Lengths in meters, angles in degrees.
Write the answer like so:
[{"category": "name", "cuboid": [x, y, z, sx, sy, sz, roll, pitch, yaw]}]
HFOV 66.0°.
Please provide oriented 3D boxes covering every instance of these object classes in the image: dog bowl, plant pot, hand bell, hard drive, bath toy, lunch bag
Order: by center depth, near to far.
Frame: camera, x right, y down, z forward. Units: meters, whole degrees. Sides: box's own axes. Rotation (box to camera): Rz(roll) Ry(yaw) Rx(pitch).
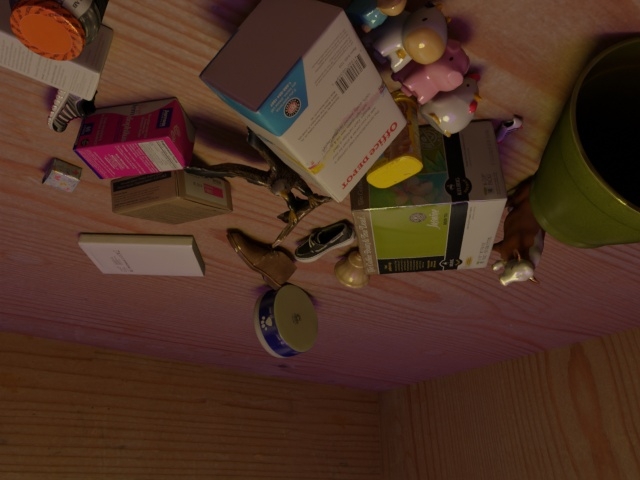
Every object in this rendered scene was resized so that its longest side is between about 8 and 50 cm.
[{"category": "bath toy", "cuboid": [0.195, -0.318, 0.870, 0.129, 0.151, 0.348, -47, 136, 9]}, {"category": "plant pot", "cuboid": [0.605, -0.143, 0.994, 0.366, 0.367, 0.353, 0, 164, 0]}, {"category": "lunch bag", "cuboid": [-0.655, -0.160, 1.246, 0.071, 0.053, 0.083, 22, 136, -37]}, {"category": "hand bell", "cuboid": [0.134, 0.034, 1.560, 0.126, 0.126, 0.242, 7, 139, -12]}, {"category": "hard drive", "cuboid": [-0.581, 0.052, 1.641, 0.352, 0.047, 0.233, 2, 151, -1]}, {"category": "dog bowl", "cuboid": [-0.127, 0.305, 1.869, 0.104, 0.265, 0.264, -22, 145, 32]}]

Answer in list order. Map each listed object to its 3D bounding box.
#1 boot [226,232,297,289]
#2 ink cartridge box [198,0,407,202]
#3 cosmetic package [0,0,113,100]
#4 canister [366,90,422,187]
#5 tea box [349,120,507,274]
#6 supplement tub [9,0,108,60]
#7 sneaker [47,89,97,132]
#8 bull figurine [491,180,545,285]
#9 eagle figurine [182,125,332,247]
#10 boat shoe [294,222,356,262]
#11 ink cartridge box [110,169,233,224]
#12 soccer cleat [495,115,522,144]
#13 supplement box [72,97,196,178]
[{"category": "boot", "cuboid": [-0.188, 0.045, 1.601, 0.115, 0.112, 0.305, -38, 138, 6]}, {"category": "ink cartridge box", "cuboid": [-0.021, -0.241, 0.854, 0.198, 0.197, 0.270, -50, 140, -1]}, {"category": "cosmetic package", "cuboid": [-0.486, -0.345, 0.833, 0.231, 0.118, 0.085, 19, 146, -28]}, {"category": "canister", "cuboid": [0.147, -0.206, 1.018, 0.073, 0.170, 0.126, 25, 143, -38]}, {"category": "tea box", "cuboid": [0.243, -0.086, 1.188, 0.323, 0.220, 0.329, -4, 151, 8]}, {"category": "supplement tub", "cuboid": [-0.372, -0.364, 0.717, 0.116, 0.191, 0.117, 0, 152, 0]}, {"category": "sneaker", "cuboid": [-0.510, -0.272, 1.021, 0.074, 0.063, 0.170, 25, 139, -27]}, {"category": "bull figurine", "cuboid": [0.502, -0.012, 1.256, 0.101, 0.311, 0.188, 30, 162, -15]}, {"category": "eagle figurine", "cuboid": [-0.116, -0.154, 1.098, 0.298, 0.226, 0.225, 41, 158, -28]}, {"category": "boat shoe", "cuboid": [0.000, 0.000, 1.510, 0.219, 0.078, 0.070, -25, 144, 25]}, {"category": "ink cartridge box", "cuboid": [-0.361, -0.108, 1.223, 0.193, 0.088, 0.234, -11, 171, 20]}, {"category": "soccer cleat", "cuboid": [0.408, -0.244, 1.095, 0.035, 0.029, 0.083, 28, 139, -26]}, {"category": "supplement box", "cuboid": [-0.397, -0.218, 1.070, 0.219, 0.111, 0.114, -5, 151, 9]}]
